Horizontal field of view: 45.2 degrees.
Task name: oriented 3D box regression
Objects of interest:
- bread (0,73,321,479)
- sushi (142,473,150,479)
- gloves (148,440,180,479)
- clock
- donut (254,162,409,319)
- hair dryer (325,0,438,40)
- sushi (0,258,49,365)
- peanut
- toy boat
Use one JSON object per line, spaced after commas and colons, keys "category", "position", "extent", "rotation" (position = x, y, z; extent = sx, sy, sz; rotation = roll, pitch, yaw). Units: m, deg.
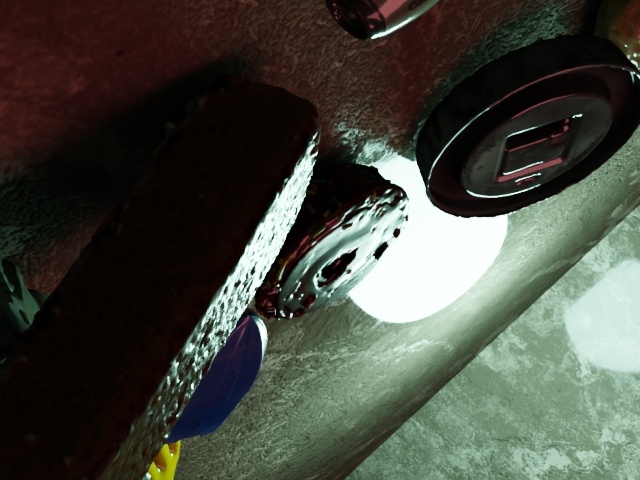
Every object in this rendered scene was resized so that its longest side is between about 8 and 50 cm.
{"category": "bread", "position": [-0.135, 0.062, 0.584], "extent": [0.165, 0.113, 0.417], "rotation": [102, 14, -58]}
{"category": "sushi", "position": [-0.295, 0.313, 0.924], "extent": [0.139, 0.184, 0.274], "rotation": [-42, 157, 3]}
{"category": "gloves", "position": [-0.281, 0.367, 1.205], "extent": [0.294, 0.116, 0.133], "rotation": [99, 17, -47]}
{"category": "clock", "position": [0.274, -0.141, 1.011], "extent": [0.312, 0.062, 0.313], "rotation": [-15, 152, -8]}
{"category": "donut", "position": [0.000, 0.000, 0.928], "extent": [0.235, 0.089, 0.235], "rotation": [-35, 158, -16]}
{"category": "hair dryer", "position": [0.091, -0.297, 0.543], "extent": [0.229, 0.092, 0.267], "rotation": [-39, 150, -23]}
{"category": "sushi", "position": [-0.286, 0.049, 0.549], "extent": [0.109, 0.134, 0.273], "rotation": [-24, 172, -3]}
{"category": "peanut", "position": [0.417, -0.254, 1.078], "extent": [0.136, 0.120, 0.298], "rotation": [-36, 156, -22]}
{"category": "toy boat", "position": [-0.142, 0.165, 0.996], "extent": [0.129, 0.088, 0.295], "rotation": [-6, 149, -32]}
